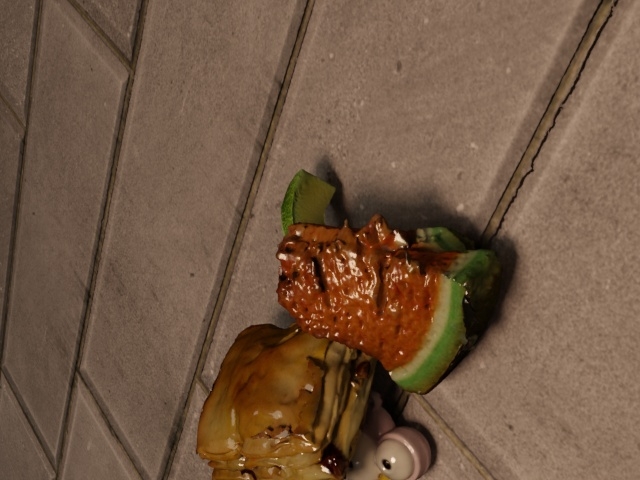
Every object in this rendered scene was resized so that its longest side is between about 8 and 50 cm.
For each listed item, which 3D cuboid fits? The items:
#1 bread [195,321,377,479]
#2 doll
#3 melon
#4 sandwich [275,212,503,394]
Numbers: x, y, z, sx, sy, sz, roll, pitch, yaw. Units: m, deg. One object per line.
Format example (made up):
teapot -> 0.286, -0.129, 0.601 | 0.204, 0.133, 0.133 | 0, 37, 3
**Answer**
bread -> -0.062, 0.244, 1.309 | 0.324, 0.167, 0.278 | -31, 38, 54
doll -> 0.111, 0.398, 1.274 | 0.160, 0.094, 0.365 | -14, 90, 49
melon -> 0.000, 0.000, 1.290 | 0.064, 0.118, 0.210 | -20, 79, 57
sandwich -> 0.081, 0.053, 1.160 | 0.301, 0.162, 0.250 | 22, 135, 13
